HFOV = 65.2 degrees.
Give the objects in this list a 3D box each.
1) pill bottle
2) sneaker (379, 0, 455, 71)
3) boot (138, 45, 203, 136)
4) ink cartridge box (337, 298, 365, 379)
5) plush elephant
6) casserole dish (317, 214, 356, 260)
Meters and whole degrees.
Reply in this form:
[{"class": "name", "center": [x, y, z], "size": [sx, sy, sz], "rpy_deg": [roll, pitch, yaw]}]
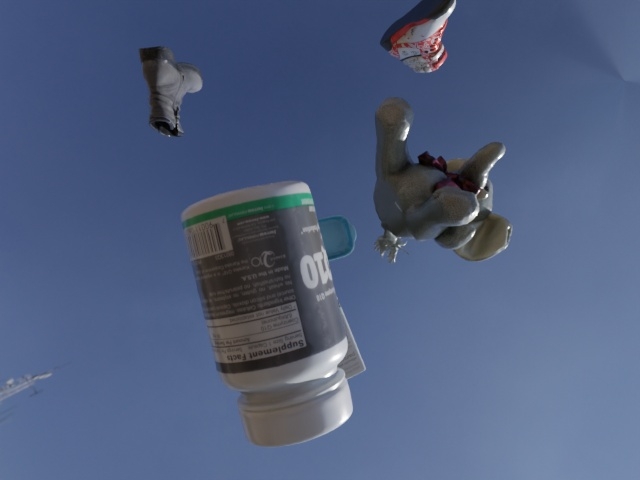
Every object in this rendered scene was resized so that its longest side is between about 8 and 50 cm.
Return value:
[{"class": "pill bottle", "center": [-0.075, 0.105, 0.771], "size": [0.204, 0.204, 0.361], "rpy_deg": [-13, -89, 34]}, {"class": "sneaker", "center": [0.272, -0.499, 1.216], "size": [0.145, 0.090, 0.270], "rpy_deg": [31, -13, -22]}, {"class": "boot", "center": [-0.429, -0.405, 1.451], "size": [0.118, 0.338, 0.222], "rpy_deg": [-4, -85, 10]}, {"class": "ink cartridge box", "center": [-0.059, 0.207, 1.199], "size": [0.307, 0.223, 0.129], "rpy_deg": [68, -13, -5]}, {"class": "plush elephant", "center": [0.251, -0.097, 0.980], "size": [0.272, 0.255, 0.330], "rpy_deg": [59, -22, 29]}, {"class": "casserole dish", "center": [0.000, 0.000, 1.315], "size": [0.037, 0.188, 0.114], "rpy_deg": [-176, -108, -78]}]
